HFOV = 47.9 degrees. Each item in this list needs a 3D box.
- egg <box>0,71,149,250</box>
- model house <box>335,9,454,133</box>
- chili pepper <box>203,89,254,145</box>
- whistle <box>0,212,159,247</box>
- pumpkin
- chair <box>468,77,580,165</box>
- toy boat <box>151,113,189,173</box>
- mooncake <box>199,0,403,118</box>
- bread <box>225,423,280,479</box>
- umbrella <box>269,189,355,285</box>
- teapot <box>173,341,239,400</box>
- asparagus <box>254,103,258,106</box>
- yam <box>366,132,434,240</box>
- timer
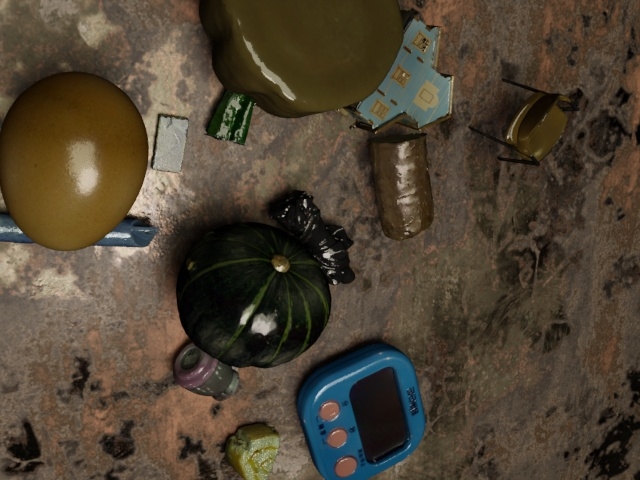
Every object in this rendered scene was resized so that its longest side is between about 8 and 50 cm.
[{"bbox_3d":[-0.436,-0.136,1.275,0.250,0.250,0.322,7,106,-27],"label":"egg"},{"bbox_3d":[0.173,-0.331,1.537,0.207,0.178,0.270,29,91,-29],"label":"model house"},{"bbox_3d":[-0.163,-0.309,1.460,0.088,0.059,0.226,16,96,-16],"label":"chili pepper"},{"bbox_3d":[-0.473,-0.018,1.407,0.305,0.062,0.062,2,106,-26],"label":"whistle"},{"bbox_3d":[-0.135,0.110,1.463,0.323,0.323,0.241,19,124,-29],"label":"pumpkin"},{"bbox_3d":[0.487,-0.267,1.668,0.172,0.247,0.158,35,91,-31],"label":"chair"},{"bbox_3d":[-0.303,-0.195,1.453,0.063,0.016,0.114,6,105,-27],"label":"toy boat"},{"bbox_3d":[-0.041,-0.417,1.371,0.379,0.201,0.378,-2,93,-29],"label":"mooncake"},{"bbox_3d":[-0.172,0.511,1.704,0.110,0.103,0.156,18,92,-34],"label":"bread"},{"bbox_3d":[0.000,-0.001,1.611,0.110,0.122,0.272,-26,126,21],"label":"umbrella"},{"bbox_3d":[-0.245,0.283,1.606,0.116,0.148,0.146,-21,134,22],"label":"teapot"},{"bbox_3d":[-0.068,-0.287,1.534,0.166,0.016,0.013,-4,150,-25],"label":"asparagus"},{"bbox_3d":[0.188,-0.129,1.641,0.128,0.129,0.238,-19,113,-17],"label":"yam"},{"bbox_3d":[0.103,0.432,1.800,0.309,0.115,0.339,-22,115,-16],"label":"timer"}]
